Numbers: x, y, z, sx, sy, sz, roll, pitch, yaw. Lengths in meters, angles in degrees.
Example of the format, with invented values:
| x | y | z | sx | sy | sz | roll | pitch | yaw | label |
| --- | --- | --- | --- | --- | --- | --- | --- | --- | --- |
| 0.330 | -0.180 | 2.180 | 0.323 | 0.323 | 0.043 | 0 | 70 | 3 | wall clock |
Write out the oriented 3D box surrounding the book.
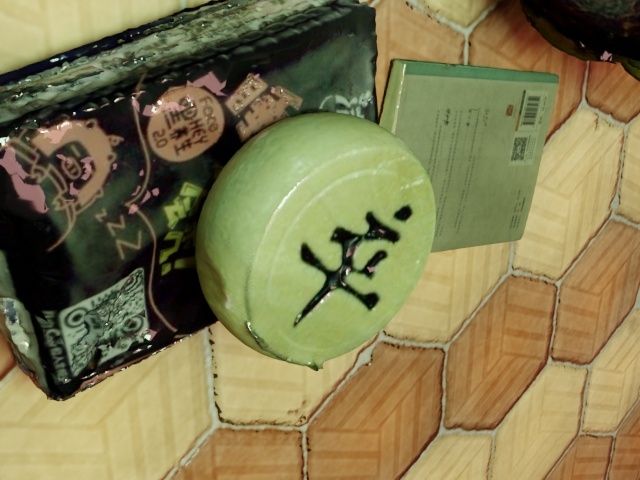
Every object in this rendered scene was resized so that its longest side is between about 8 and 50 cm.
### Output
| x | y | z | sx | sy | sz | roll | pitch | yaw | label |
| --- | --- | --- | --- | --- | --- | --- | --- | --- | --- |
| 0.160 | -0.087 | 0.965 | 0.283 | 0.025 | 0.215 | -4 | 111 | -43 | book |

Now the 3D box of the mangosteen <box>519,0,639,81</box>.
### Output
| x | y | z | sx | sy | sz | roll | pitch | yaw | label |
| --- | --- | --- | --- | --- | --- | --- | --- | --- | --- |
| 0.356 | -0.316 | 0.792 | 0.381 | 0.381 | 0.421 | -52 | 135 | -11 | mangosteen |

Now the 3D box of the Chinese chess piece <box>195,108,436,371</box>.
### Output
| x | y | z | sx | sy | sz | roll | pitch | yaw | label |
| --- | --- | --- | --- | --- | --- | --- | --- | --- | --- |
| 0.000 | 0.000 | 0.644 | 0.188 | 0.083 | 0.188 | -21 | 127 | -30 | Chinese chess piece |

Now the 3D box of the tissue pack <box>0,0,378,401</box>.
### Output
| x | y | z | sx | sy | sz | roll | pitch | yaw | label |
| --- | --- | --- | --- | --- | --- | --- | --- | --- | --- |
| -0.101 | -0.043 | 0.676 | 0.332 | 0.123 | 0.245 | -27 | 132 | -28 | tissue pack |
